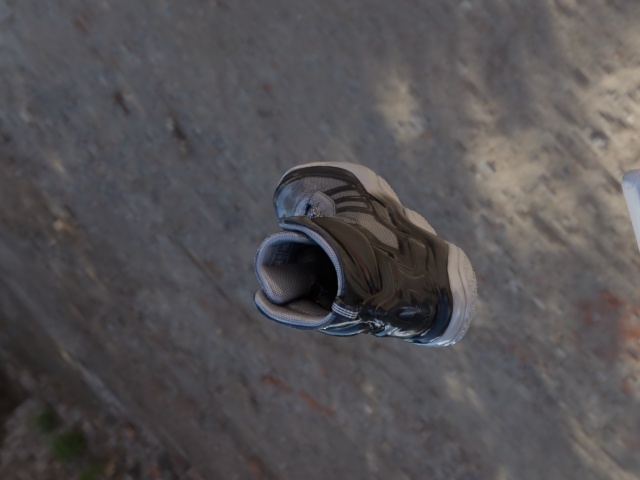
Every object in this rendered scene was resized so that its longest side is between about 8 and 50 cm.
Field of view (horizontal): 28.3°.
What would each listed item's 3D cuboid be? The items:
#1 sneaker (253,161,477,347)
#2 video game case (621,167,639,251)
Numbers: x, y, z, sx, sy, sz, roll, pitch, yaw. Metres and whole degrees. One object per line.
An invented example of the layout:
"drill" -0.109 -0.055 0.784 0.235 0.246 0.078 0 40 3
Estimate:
"sneaker" 0.000 0.000 1.052 0.268 0.153 0.101 39 118 48
"video game case" 0.220 0.054 0.420 0.023 0.193 0.212 176 79 -87
